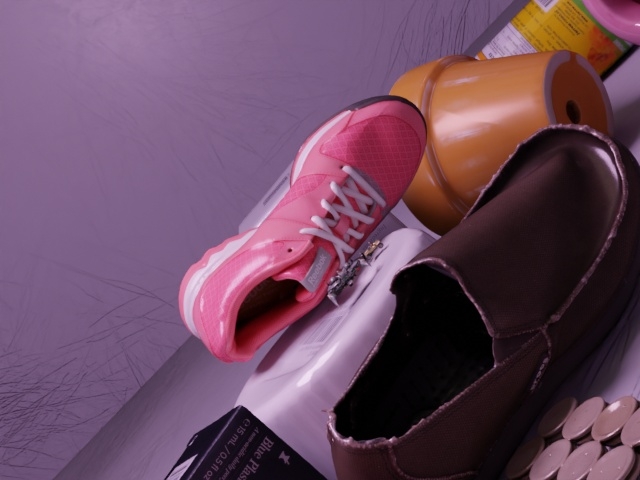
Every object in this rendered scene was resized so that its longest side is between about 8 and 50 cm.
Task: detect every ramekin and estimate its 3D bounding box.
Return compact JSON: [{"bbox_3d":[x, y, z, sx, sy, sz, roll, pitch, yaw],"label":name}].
[{"bbox_3d":[0.047,0.117,0.996,0.277,0.135,0.277,-45,8,8],"label":"ramekin"}]

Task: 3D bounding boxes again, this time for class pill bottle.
[{"bbox_3d":[0.283,-0.226,1.466,0.245,0.136,0.136,-45,8,17],"label":"pill bottle"}]

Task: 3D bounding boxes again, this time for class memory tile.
[{"bbox_3d":[0.158,0.144,0.702,0.113,0.012,0.148,-49,7,-16],"label":"memory tile"}]

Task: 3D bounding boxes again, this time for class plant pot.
[{"bbox_3d":[0.204,-0.119,1.202,0.188,0.205,0.205,-17,28,46],"label":"plant pot"}]

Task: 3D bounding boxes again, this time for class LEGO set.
[{"bbox_3d":[0.025,0.026,0.977,0.054,0.023,0.083,-43,8,27],"label":"LEGO set"}]

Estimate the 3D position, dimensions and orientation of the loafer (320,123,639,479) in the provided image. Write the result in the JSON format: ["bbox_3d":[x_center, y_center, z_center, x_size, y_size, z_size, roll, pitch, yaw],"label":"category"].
[{"bbox_3d":[0.127,0.046,0.803,0.134,0.130,0.366,16,63,35],"label":"loafer"}]

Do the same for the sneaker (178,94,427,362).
[{"bbox_3d":[0.000,0.001,1.055,0.314,0.116,0.136,-47,25,4],"label":"sneaker"}]

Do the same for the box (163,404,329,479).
[{"bbox_3d":[-0.061,0.241,0.850,0.093,0.158,0.156,-39,11,50],"label":"box"}]

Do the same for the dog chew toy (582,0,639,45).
[{"bbox_3d":[0.414,-0.348,1.190,0.332,0.206,0.206,-42,4,-32],"label":"dog chew toy"}]

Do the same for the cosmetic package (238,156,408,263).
[{"bbox_3d":[0.032,0.018,1.251,0.138,0.224,0.224,-50,7,2],"label":"cosmetic package"}]
